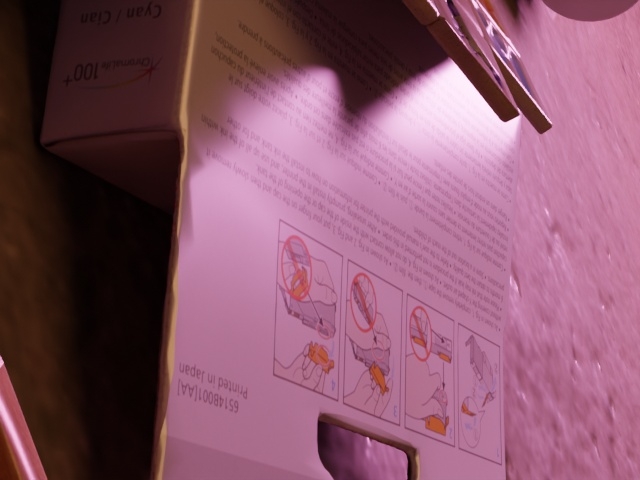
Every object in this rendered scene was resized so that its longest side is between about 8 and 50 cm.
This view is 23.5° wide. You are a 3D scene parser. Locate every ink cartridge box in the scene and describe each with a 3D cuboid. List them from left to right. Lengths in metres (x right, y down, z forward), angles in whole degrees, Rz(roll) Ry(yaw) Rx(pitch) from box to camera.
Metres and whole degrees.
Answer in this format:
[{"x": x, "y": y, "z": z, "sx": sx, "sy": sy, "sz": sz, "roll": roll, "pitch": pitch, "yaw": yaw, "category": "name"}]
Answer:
[{"x": 0.000, "y": 0.000, "z": 0.625, "sx": 0.296, "sy": 0.066, "sz": 0.261, "roll": 31, "pitch": 60, "yaw": -57, "category": "ink cartridge box"}]

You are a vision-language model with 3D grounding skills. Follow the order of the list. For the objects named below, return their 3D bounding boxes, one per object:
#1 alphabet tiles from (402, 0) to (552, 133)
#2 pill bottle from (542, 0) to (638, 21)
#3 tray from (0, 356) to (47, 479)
[{"x": 0.000, "y": -0.198, "z": 0.665, "sx": 0.285, "sy": 0.011, "sz": 0.342, "roll": 45, "pitch": 19, "yaw": -34, "category": "alphabet tiles"}, {"x": 0.231, "y": -0.290, "z": 1.327, "sx": 0.136, "sy": 0.136, "sz": 0.246, "roll": 57, "pitch": 25, "yaw": -28, "category": "pill bottle"}, {"x": -0.058, "y": 0.231, "z": 0.253, "sx": 0.411, "sy": 0.076, "sz": 0.203, "roll": 69, "pitch": 15, "yaw": 1, "category": "tray"}]
